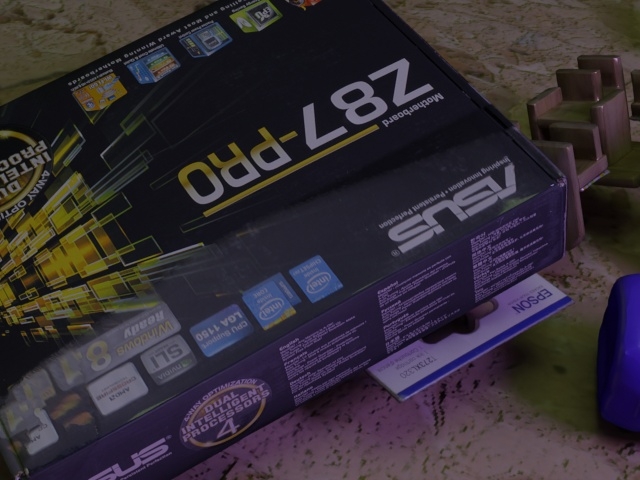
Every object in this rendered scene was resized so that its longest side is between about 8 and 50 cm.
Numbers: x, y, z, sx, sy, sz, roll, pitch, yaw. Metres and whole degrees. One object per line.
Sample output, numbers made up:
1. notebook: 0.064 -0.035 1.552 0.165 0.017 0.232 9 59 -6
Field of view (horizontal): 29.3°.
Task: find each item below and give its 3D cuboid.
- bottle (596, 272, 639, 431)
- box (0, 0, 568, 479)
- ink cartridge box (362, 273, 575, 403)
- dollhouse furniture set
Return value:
1. bottle: 0.339 0.096 0.852 0.283 0.092 0.118 9 39 5
2. box: -0.079 -0.020 0.864 0.395 0.097 0.318 -28 53 -13
3. ink cartridge box: 0.000 0.000 0.961 0.176 0.069 0.371 -25 45 -32
4. dollhouse furniture set: 0.269 -0.044 1.025 0.242 0.161 0.212 9 32 43
